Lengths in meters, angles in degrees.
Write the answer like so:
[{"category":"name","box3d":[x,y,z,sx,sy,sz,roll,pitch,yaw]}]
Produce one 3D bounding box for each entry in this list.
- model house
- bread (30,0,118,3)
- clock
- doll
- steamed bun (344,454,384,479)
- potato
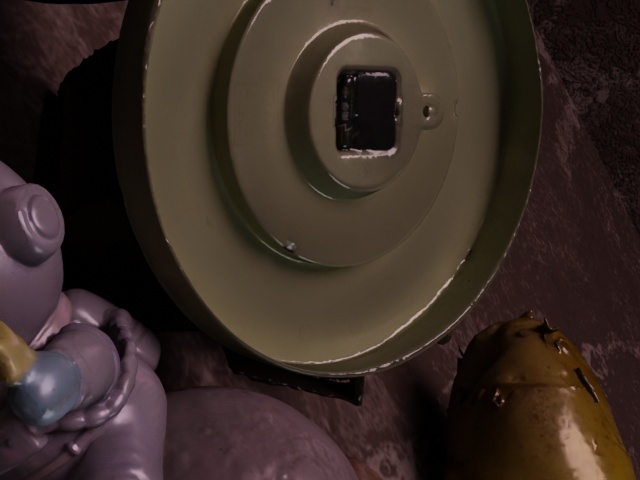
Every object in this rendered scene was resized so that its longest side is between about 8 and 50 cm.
[{"category":"model house","box3d":[0.000,0.000,0.764,0.243,0.211,0.204,47,27,-38]},{"category":"bread","box3d":[-0.115,-0.222,0.632,0.279,0.250,0.225,-8,109,-49]},{"category":"clock","box3d":[0.013,-0.057,0.601,0.235,0.029,0.235,-8,102,-42]},{"category":"doll","box3d":[-0.096,0.072,0.542,0.287,0.151,0.151,50,23,-24]},{"category":"steamed bun","box3d":[0.011,0.188,0.721,0.145,0.106,0.175,57,6,-3]},{"category":"potato","box3d":[0.171,0.200,1.039,0.173,0.140,0.300,38,37,-64]}]
